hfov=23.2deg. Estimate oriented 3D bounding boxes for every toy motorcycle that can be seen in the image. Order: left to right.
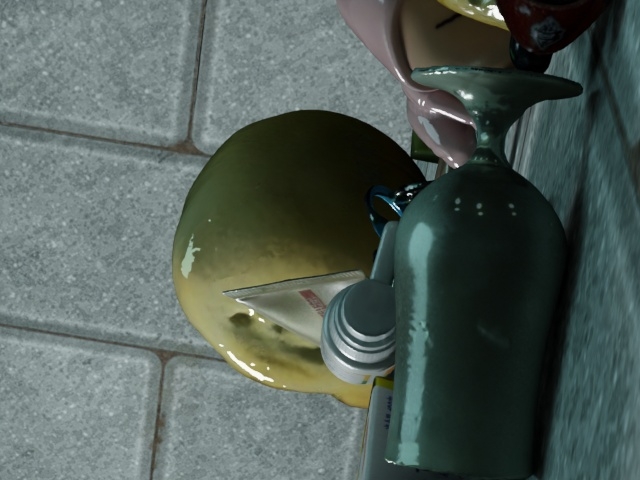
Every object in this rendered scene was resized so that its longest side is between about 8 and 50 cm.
[{"bbox_3d":[0.134,-0.195,0.876,0.122,0.082,0.213,-74,-8,-74],"label":"toy motorcycle"}]

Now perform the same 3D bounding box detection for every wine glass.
[{"bbox_3d":[0.090,0.020,0.904,0.103,0.103,0.231,21,-105,-89],"label":"wine glass"}]

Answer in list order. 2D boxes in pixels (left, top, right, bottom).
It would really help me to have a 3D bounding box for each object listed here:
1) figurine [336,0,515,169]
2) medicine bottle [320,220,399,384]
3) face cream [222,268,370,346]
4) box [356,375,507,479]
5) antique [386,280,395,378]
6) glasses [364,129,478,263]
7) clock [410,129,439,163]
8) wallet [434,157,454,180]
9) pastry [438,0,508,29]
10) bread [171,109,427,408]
[{"bbox_3d":[0.121,-0.167,1.288,0.176,0.186,0.287,-40,-44,-23],"label":"figurine"},{"bbox_3d":[0.036,0.045,1.043,0.221,0.061,0.092,93,-164,-81],"label":"medicine bottle"},{"bbox_3d":[0.036,0.080,1.567,0.341,0.137,0.084,34,-130,-63],"label":"face cream"},{"bbox_3d":[0.061,0.222,0.957,0.265,0.097,0.168,-79,-2,-63],"label":"box"},{"bbox_3d":[0.086,0.103,1.193,0.086,0.088,0.183,84,-166,-77],"label":"antique"},{"bbox_3d":[0.106,-0.040,1.568,0.239,0.102,0.207,-95,16,-64],"label":"glasses"},{"bbox_3d":[0.161,-0.224,1.960,0.232,0.069,0.170,98,-179,-45],"label":"clock"},{"bbox_3d":[0.158,-0.122,1.718,0.118,0.038,0.153,121,162,-86],"label":"wallet"},{"bbox_3d":[0.107,-0.272,1.047,0.256,0.170,0.237,-91,6,-64],"label":"pastry"},{"bbox_3d":[0.000,0.000,1.930,0.376,0.348,0.253,-74,8,-66],"label":"bread"}]
